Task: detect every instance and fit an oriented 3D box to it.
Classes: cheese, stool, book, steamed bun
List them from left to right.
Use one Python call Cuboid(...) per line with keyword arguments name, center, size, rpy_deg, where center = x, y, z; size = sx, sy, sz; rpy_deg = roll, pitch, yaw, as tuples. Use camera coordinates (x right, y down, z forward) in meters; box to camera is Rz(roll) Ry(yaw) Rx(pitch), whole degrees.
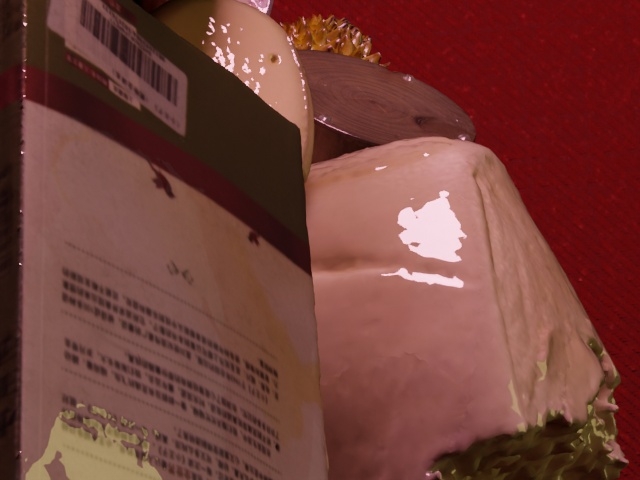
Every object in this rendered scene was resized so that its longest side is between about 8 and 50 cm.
Cuboid(name="book", center=(-0.060, 0.034, 0.721), size=(0.201, 0.026, 0.289), rpy_deg=(36, 42, -47))
Cuboid(name="cheese", center=(-0.052, -0.111, 0.995), size=(0.050, 0.127, 0.255), rpy_deg=(115, -8, -47))
Cuboid(name="stool", center=(0.000, 0.000, 1.419), size=(0.179, 0.179, 0.264), rpy_deg=(-96, -157, -62))
Cuboid(name="steamed bun", center=(0.015, 0.088, 0.985), size=(0.272, 0.290, 0.273), rpy_deg=(-58, 125, -82))

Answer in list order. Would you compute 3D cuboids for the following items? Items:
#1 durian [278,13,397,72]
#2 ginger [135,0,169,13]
Cuboid(name="durian", center=(-0.027, -0.062, 1.628), size=(0.293, 0.258, 0.258), rpy_deg=(96, -9, -50))
Cuboid(name="ginger", center=(-0.119, -0.227, 1.367), size=(0.214, 0.059, 0.133), rpy_deg=(88, -7, -49))
